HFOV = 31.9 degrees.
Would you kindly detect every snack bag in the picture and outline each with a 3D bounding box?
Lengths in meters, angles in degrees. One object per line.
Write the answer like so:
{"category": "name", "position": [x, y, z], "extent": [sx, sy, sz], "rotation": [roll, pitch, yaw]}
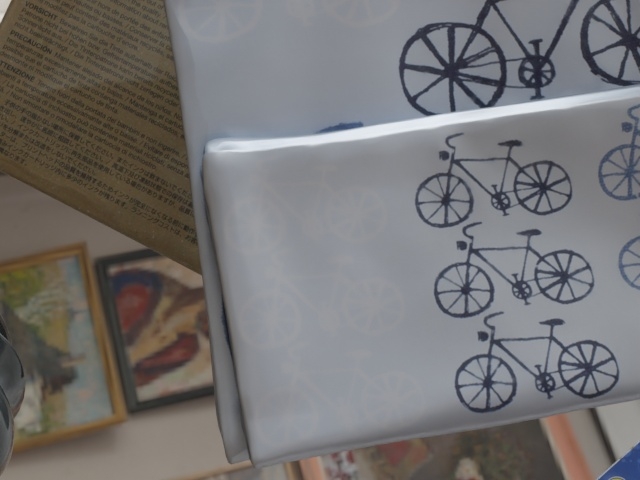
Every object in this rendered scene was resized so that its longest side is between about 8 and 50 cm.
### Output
{"category": "snack bag", "position": [0.082, -0.068, 0.627], "extent": [0.037, 0.323, 0.343], "rotation": [103, -22, -76]}

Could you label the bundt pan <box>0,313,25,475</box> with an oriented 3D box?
{"category": "bundt pan", "position": [-0.315, 0.149, 0.718], "extent": [0.124, 0.331, 0.331], "rotation": [41, 4, -33]}

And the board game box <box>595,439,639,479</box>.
{"category": "board game box", "position": [0.127, 0.141, 0.482], "extent": [0.035, 0.201, 0.136], "rotation": [44, -15, 32]}

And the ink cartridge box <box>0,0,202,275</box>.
{"category": "ink cartridge box", "position": [-0.096, -0.094, 0.741], "extent": [0.193, 0.234, 0.088], "rotation": [-62, 177, -1]}
